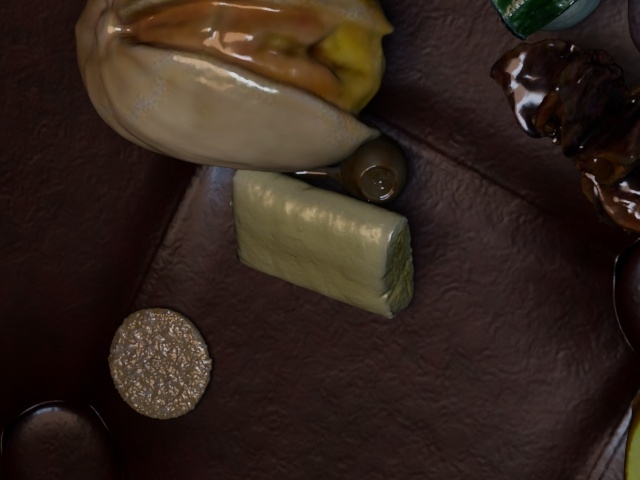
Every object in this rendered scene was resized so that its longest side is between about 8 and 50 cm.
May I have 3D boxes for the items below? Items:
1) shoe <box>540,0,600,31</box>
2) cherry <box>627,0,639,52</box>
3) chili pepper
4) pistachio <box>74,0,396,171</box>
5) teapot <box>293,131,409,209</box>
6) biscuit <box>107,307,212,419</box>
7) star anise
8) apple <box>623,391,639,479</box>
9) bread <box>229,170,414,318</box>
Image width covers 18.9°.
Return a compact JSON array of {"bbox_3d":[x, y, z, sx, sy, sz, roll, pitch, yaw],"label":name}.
[{"bbox_3d":[0.211,-0.316,1.745,0.103,0.100,0.251,5,95,21],"label":"shoe"},{"bbox_3d":[0.353,-0.207,1.681,0.176,0.140,0.176,-2,73,7],"label":"cherry"},{"bbox_3d":[0.251,-0.260,1.679,0.227,0.088,0.059,-33,98,20],"label":"chili pepper"},{"bbox_3d":[-0.087,-0.177,1.818,0.309,0.230,0.230,9,100,6],"label":"pistachio"},{"bbox_3d":[0.030,-0.057,1.855,0.110,0.080,0.085,-7,112,-3],"label":"teapot"},{"bbox_3d":[-0.167,0.127,1.996,0.120,0.015,0.120,3,97,21],"label":"biscuit"},{"bbox_3d":[0.259,-0.098,1.714,0.126,0.220,0.190,-50,39,-9],"label":"star anise"},{"bbox_3d":[0.426,0.207,1.573,0.374,0.384,0.374,0,62,0],"label":"apple"},{"bbox_3d":[0.000,0.001,1.859,0.178,0.139,0.060,20,58,21],"label":"bread"}]
